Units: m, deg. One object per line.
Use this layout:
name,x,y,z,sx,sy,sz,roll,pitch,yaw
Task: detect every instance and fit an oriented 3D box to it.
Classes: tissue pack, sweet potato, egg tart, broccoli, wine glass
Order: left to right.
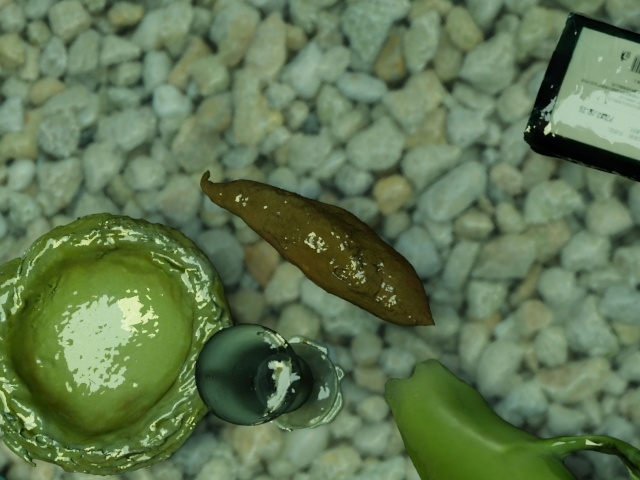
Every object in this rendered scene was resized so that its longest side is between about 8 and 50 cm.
egg tart,-0.150,0.077,1.412,0.197,0.078,0.197,-1,84,10
wine glass,-0.032,0.095,1.342,0.072,0.155,0.072,-2,82,13
sweet potato,0.000,0.000,1.395,0.206,0.068,0.060,29,73,21
broccoli,0.165,0.245,1.296,0.302,0.186,0.254,19,91,57
tissue pack,0.237,-0.084,1.339,0.170,0.090,0.103,20,87,16

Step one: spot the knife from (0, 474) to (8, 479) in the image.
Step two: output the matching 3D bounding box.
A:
knife,-0.326,0.198,1.461,0.222,0.031,0.064,0,87,16
